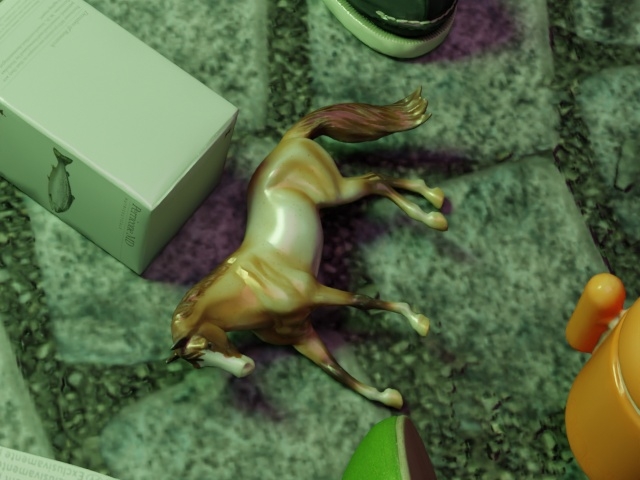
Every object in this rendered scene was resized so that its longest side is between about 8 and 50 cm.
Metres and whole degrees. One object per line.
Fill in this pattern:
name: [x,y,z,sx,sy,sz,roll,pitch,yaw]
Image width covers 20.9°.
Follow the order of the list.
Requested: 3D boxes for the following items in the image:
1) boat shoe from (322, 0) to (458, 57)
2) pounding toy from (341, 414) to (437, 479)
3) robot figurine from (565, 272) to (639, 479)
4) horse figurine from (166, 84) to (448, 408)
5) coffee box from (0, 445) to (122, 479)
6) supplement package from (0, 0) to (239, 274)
boat shoe: [-0.019,-0.290,1.344,0.127,0.113,0.340,-34,74,-24]
pounding toy: [0.033,0.234,1.071,0.110,0.183,0.237,-16,66,8]
robot figurine: [0.240,0.101,1.135,0.128,0.219,0.158,-4,63,-13]
horse figurine: [0.000,0.000,1.227,0.174,0.066,0.263,19,63,-9]
coffee box: [-0.163,0.319,0.854,0.338,0.337,0.334,17,61,-11]
supplement package: [-0.162,-0.082,1.212,0.179,0.105,0.105,35,61,8]
